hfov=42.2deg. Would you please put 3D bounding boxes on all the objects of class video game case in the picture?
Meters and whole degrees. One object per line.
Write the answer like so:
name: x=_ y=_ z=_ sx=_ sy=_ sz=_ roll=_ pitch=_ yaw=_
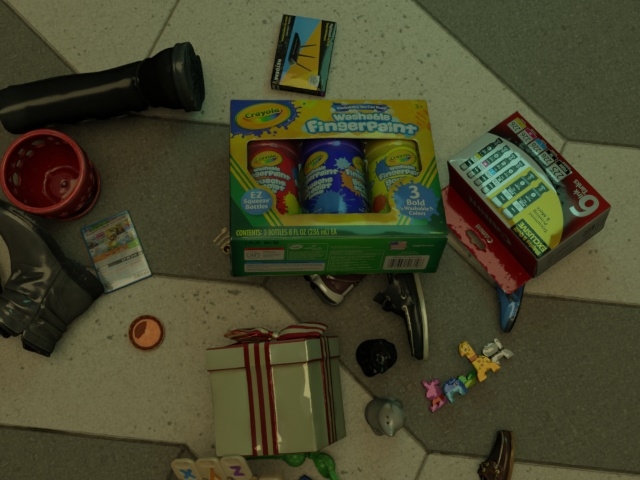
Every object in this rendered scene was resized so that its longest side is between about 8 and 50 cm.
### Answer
video game case: x=-0.475 y=0.028 z=1.929 sx=0.119 sy=0.015 sz=0.166 roll=-22 pitch=82 yaw=-3

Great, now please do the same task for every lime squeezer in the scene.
lime squeezer: x=-0.039 y=0.505 z=1.821 sx=0.310 sy=0.059 sz=0.110 roll=23 pitch=62 yaw=7

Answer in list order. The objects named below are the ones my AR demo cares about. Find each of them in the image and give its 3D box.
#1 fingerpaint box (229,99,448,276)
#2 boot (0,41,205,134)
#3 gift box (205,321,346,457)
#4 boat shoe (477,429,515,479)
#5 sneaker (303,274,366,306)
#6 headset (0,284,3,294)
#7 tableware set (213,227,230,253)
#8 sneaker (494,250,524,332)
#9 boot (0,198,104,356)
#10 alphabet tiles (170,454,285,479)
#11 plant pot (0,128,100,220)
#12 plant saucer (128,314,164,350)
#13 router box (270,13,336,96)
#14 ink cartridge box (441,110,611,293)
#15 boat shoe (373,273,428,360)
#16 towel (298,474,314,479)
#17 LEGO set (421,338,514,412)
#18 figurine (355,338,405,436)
fingerpaint box: x=0.025 y=-0.121 z=1.794 sx=0.445 sy=0.163 sz=0.371 roll=0 pitch=58 yaw=-5
boot: x=-0.489 y=-0.328 z=1.813 sx=0.445 sy=0.367 sz=0.146 roll=-6 pitch=96 yaw=-3
gift box: x=-0.093 y=0.310 z=1.771 sx=0.255 sy=0.276 sz=0.258 roll=-7 pitch=84 yaw=12
boat shoe: x=0.380 y=0.517 z=1.817 sx=0.073 sy=0.073 sz=0.206 roll=10 pitch=81 yaw=0
sneaker: x=0.000 y=0.000 z=1.898 sx=0.162 sy=0.106 sz=0.281 roll=-38 pitch=93 yaw=-11
headset: x=-0.824 y=0.176 z=1.869 sx=0.243 sy=0.185 sz=0.394 roll=-20 pitch=66 yaw=1
tableware set: x=-0.168 y=-0.017 z=1.930 sx=0.154 sy=0.024 sz=0.104 roll=-44 pitch=84 yaw=-7
sneaker: x=0.426 y=0.104 z=1.891 sx=0.082 sy=0.069 sz=0.209 roll=12 pitch=81 yaw=14
boot: x=-0.661 y=0.082 z=1.808 sx=0.338 sy=0.118 sz=0.222 roll=44 pitch=68 yaw=-11
alphabet tiles: x=-0.189 y=0.546 z=1.738 sx=0.284 sy=0.021 sz=0.278 roll=-10 pitch=122 yaw=20
plant pot: x=-0.603 y=-0.139 z=1.875 sx=0.191 sy=0.174 sz=0.191 roll=0 pitch=82 yaw=0
plant saucer: x=-0.399 y=0.212 z=1.900 sx=0.084 sy=0.013 sz=0.083 roll=0 pitch=81 yaw=0
router box: x=-0.040 y=-0.443 z=1.986 sx=0.133 sy=0.046 sz=0.178 roll=9 pitch=81 yaw=1
ink cartridge box: x=0.430 y=-0.083 z=1.847 sx=0.272 sy=0.130 sz=0.309 roll=-36 pitch=66 yaw=-5
boat shoe: x=0.171 y=0.106 z=1.858 sx=0.113 sy=0.127 sz=0.340 roll=-8 pitch=79 yaw=0
towel: x=-0.014 y=0.714 z=1.806 sx=0.243 sy=0.040 sz=0.336 roll=28 pitch=82 yaw=5
LEGO set: x=0.319 y=0.281 z=1.849 sx=0.227 sy=0.087 sz=0.093 roll=-34 pitch=83 yaw=-6
figurine: x=0.135 y=0.316 z=1.782 sx=0.092 sy=0.209 sz=0.214 roll=-8 pitch=81 yaw=-1
